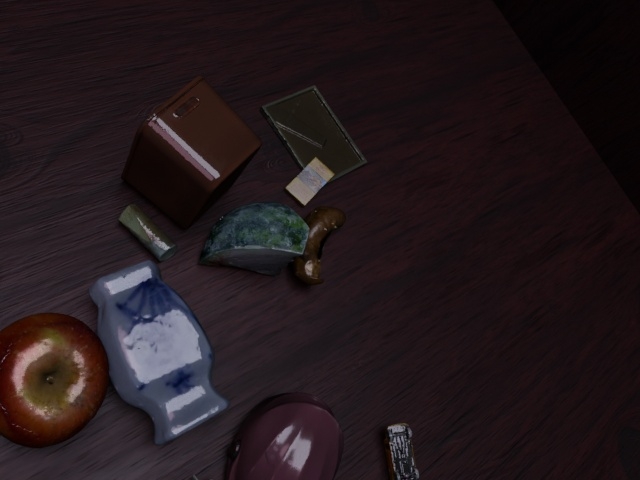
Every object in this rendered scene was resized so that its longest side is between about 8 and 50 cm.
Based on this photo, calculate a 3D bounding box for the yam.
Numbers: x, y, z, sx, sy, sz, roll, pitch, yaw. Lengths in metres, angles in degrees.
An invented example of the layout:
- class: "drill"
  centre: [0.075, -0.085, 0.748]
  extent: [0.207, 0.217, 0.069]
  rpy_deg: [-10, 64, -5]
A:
- class: "yam"
  centre: [-0.462, -0.021, 1.427]
  extent: [0.169, 0.068, 0.068]
  rpy_deg: [45, 57, -2]

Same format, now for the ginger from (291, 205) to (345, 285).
- class: "ginger"
  centre: [-0.014, -0.002, 1.616]
  extent: [0.133, 0.107, 0.309]
  rpy_deg: [21, 56, -1]

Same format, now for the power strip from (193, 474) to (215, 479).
- class: "power strip"
  centre: [-0.227, 0.658, 1.257]
  extent: [0.060, 0.027, 0.252]
  rpy_deg: [-35, 86, -7]

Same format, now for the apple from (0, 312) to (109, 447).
- class: "apple"
  centre: [-0.590, 0.293, 1.131]
  extent: [0.252, 0.206, 0.271]
  rpy_deg: [-22, 94, -44]

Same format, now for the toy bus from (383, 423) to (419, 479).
- class: "toy bus"
  centre: [0.219, 0.596, 1.485]
  extent: [0.070, 0.074, 0.162]
  rpy_deg: [-2, 72, -19]

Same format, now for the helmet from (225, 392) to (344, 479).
- class: "helmet"
  centre: [-0.071, 0.532, 1.304]
  extent: [0.271, 0.197, 0.338]
  rpy_deg: [35, 57, -11]

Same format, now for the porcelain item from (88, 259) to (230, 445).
- class: "porcelain item"
  centre: [-0.389, 0.261, 1.276]
  extent: [0.243, 0.178, 0.405]
  rpy_deg: [-23, 77, -31]

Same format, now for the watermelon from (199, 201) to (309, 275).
- class: "watermelon"
  centre: [-0.179, -0.002, 1.540]
  extent: [0.320, 0.213, 0.289]
  rpy_deg: [-15, 35, 7]

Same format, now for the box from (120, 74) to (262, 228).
- class: "box"
  centre: [-0.341, -0.215, 1.413]
  extent: [0.229, 0.339, 0.239]
  rpy_deg: [44, 57, -6]

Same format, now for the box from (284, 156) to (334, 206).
- class: "box"
  centre: [-0.034, -0.188, 1.715]
  extent: [0.087, 0.023, 0.155]
  rpy_deg: [41, 69, 2]

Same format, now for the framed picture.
- class: "framed picture"
  centre: [-0.019, -0.354, 1.813]
  extent: [0.247, 0.022, 0.335]
  rpy_deg: [-32, 85, -32]
